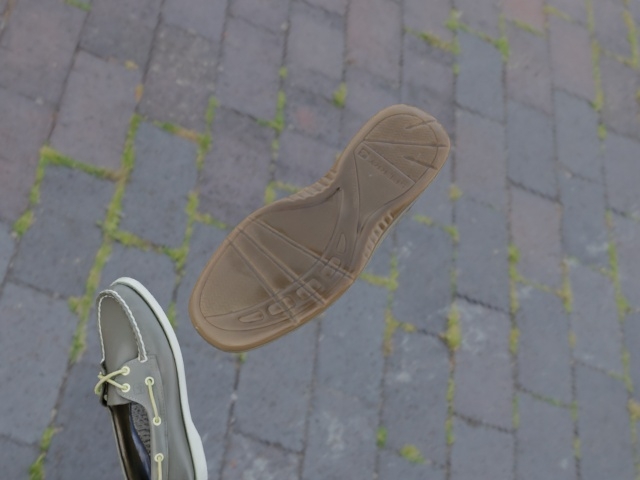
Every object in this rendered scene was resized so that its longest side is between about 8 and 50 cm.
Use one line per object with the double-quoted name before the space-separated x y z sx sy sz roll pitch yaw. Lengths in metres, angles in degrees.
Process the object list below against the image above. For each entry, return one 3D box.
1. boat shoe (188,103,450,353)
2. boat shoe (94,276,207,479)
"boat shoe" 0.000 0.000 1.198 0.123 0.123 0.342 40 67 8
"boat shoe" -0.233 0.200 1.482 0.091 0.109 0.305 -19 94 -47
